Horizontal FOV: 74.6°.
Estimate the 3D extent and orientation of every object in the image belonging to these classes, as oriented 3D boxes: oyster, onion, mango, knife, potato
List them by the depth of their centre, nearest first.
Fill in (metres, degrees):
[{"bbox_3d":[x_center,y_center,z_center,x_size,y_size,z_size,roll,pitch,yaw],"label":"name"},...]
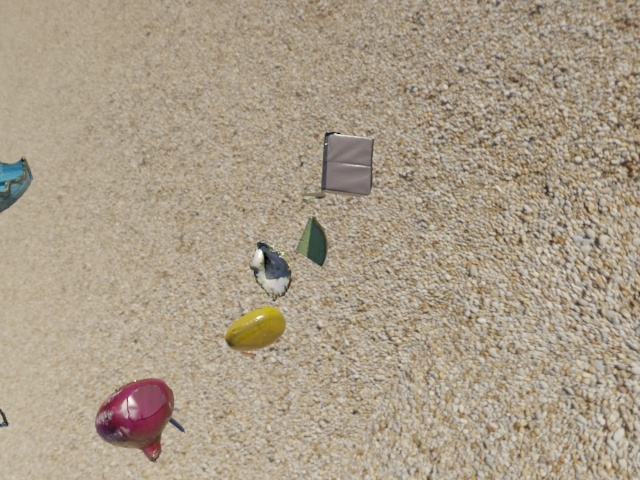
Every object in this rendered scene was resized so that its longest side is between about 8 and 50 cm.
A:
[{"bbox_3d":[-0.468,0.476,1.098,0.140,0.195,0.218,-45,68,46],"label":"onion"},{"bbox_3d":[-0.197,0.267,1.265,0.098,0.195,0.137,43,129,44],"label":"mango"},{"bbox_3d":[0.000,0.000,1.455,0.120,0.081,0.149,34,118,21],"label":"potato"},{"bbox_3d":[-0.590,0.737,1.698,0.018,0.121,0.031,-49,7,-11],"label":"knife"},{"bbox_3d":[-0.210,0.116,1.756,0.259,0.092,0.198,49,117,12],"label":"oyster"}]

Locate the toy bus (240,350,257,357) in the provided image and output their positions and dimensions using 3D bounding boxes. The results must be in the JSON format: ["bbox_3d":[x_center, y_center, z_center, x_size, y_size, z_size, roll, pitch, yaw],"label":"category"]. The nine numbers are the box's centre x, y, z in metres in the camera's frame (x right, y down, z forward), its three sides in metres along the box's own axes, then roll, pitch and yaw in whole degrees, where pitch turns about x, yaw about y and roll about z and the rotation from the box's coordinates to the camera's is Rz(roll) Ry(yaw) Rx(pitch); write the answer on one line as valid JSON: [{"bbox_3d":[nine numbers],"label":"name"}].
[{"bbox_3d":[-0.292,0.402,1.779,0.079,0.077,0.174,129,150,-61],"label":"toy bus"}]

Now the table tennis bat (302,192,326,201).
[{"bbox_3d":[-0.032,-0.164,1.570,0.087,0.156,0.013,9,108,17],"label":"table tennis bat"}]

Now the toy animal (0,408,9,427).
[{"bbox_3d":[-0.838,0.378,0.993,0.079,0.253,0.070,-1,53,36],"label":"toy animal"}]

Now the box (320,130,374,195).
[{"bbox_3d":[0.079,-0.236,1.357,0.153,0.252,0.188,4,92,-2],"label":"box"}]

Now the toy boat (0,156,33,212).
[{"bbox_3d":[-0.635,-0.112,0.821,0.075,0.077,0.185,-11,37,-4],"label":"toy boat"}]
